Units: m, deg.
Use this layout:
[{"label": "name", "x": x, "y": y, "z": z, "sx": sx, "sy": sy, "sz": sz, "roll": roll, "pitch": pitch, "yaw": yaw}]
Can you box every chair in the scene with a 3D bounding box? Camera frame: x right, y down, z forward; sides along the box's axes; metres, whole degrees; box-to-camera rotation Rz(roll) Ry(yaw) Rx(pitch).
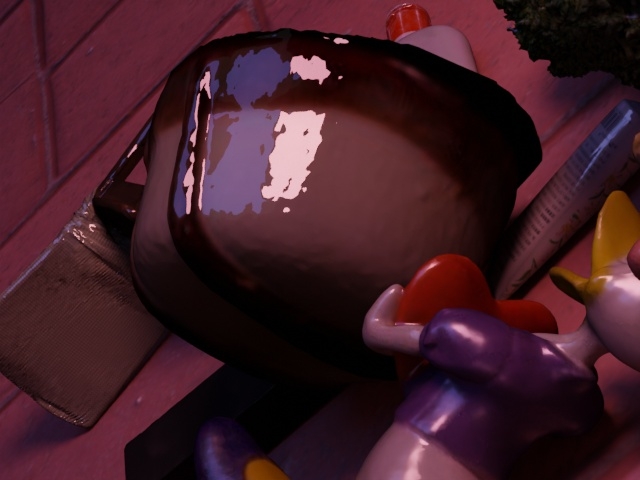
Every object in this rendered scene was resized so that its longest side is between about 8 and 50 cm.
[{"label": "chair", "x": -0.142, "y": 0.017, "z": 1.505, "sx": 0.319, "sy": 0.160, "sz": 0.186, "roll": -52, "pitch": 26, "yaw": -9}]

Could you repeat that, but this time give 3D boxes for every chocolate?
[{"label": "chocolate", "x": 0.000, "y": 0.000, "z": 1.202, "sx": 0.283, "sy": 0.283, "sz": 0.186, "roll": -17, "pitch": 57, "yaw": 46}]

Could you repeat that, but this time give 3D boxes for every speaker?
[{"label": "speaker", "x": -0.062, "y": 0.131, "z": 1.362, "sx": 0.218, "sy": 0.044, "sz": 0.082, "roll": -41, "pitch": 29, "yaw": 17}]

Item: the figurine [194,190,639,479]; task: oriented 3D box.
[{"label": "figurine", "x": 0.106, "y": 0.099, "z": 1.040, "sx": 0.421, "sy": 0.154, "sz": 0.193, "roll": -43, "pitch": 33, "yaw": 17}]

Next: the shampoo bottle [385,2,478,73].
[{"label": "shampoo bottle", "x": 0.084, "y": -0.129, "z": 1.461, "sx": 0.108, "sy": 0.051, "sz": 0.221, "roll": -41, "pitch": 29, "yaw": 23}]

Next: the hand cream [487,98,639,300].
[{"label": "hand cream", "x": 0.176, "y": -0.029, "z": 1.219, "sx": 0.194, "sy": 0.042, "sz": 0.067, "roll": -49, "pitch": 25, "yaw": 15}]

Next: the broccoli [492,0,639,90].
[{"label": "broccoli", "x": 0.204, "y": -0.212, "z": 1.140, "sx": 0.297, "sy": 0.297, "sz": 0.298, "roll": -21, "pitch": 38, "yaw": 61}]

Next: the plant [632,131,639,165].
[{"label": "plant", "x": 0.276, "y": 0.078, "z": 0.782, "sx": 0.261, "sy": 0.297, "sz": 0.306, "roll": 7, "pitch": 38, "yaw": 23}]
